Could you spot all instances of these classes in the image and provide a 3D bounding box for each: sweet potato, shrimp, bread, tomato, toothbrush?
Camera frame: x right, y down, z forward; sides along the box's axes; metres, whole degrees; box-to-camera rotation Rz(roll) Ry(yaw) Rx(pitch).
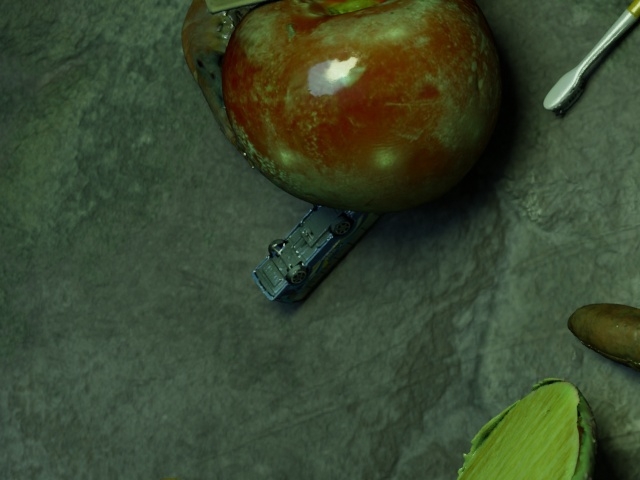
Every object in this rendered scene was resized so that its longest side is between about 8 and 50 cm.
[{"bbox_3d":[0.330,0.098,1.754,0.273,0.075,0.075,11,85,36],"label":"sweet potato"},{"bbox_3d":[-0.076,-0.190,2.114,0.143,0.052,0.251,-32,62,22],"label":"shrimp"},{"bbox_3d":[0.158,0.258,1.761,0.301,0.045,0.301,-55,14,20],"label":"bread"},{"bbox_3d":[0.043,-0.136,1.899,0.270,0.270,0.223,5,119,35],"label":"tomato"},{"bbox_3d":[0.314,-0.232,1.875,0.288,0.024,0.021,-50,59,13],"label":"toothbrush"}]

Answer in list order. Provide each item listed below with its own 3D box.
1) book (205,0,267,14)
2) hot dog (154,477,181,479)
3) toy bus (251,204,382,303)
[{"bbox_3d":[0.054,-0.401,1.920,0.428,0.039,0.300,-14,70,-10],"label":"book"},{"bbox_3d":[-0.253,0.307,2.113,0.285,0.061,0.088,-9,78,31],"label":"hot dog"},{"bbox_3d":[0.000,0.000,2.010,0.153,0.061,0.051,-47,56,15],"label":"toy bus"}]
